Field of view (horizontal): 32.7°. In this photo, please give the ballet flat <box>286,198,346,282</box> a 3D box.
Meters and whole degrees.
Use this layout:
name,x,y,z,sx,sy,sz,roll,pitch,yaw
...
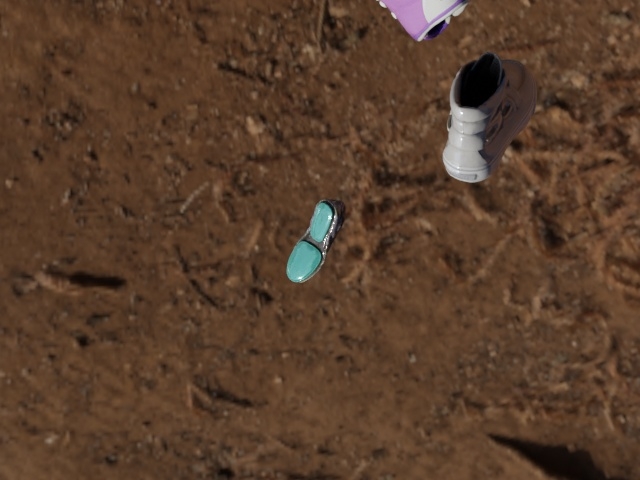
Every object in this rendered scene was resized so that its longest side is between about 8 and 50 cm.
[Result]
name,x,y,z,sx,sy,sz,roll,pitch,yaw
ballet flat,0.000,0.000,1.202,0.041,0.041,0.114,10,126,-24

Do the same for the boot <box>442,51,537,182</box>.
name,x,y,z,sx,sy,sz,roll,pitch,yaw
boot,0.230,-0.197,1.433,0.095,0.258,0.123,13,134,16

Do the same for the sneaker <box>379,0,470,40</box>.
name,x,y,z,sx,sy,sz,roll,pitch,yaw
sneaker,0.063,-0.287,1.184,0.102,0.282,0.161,-36,115,-10
